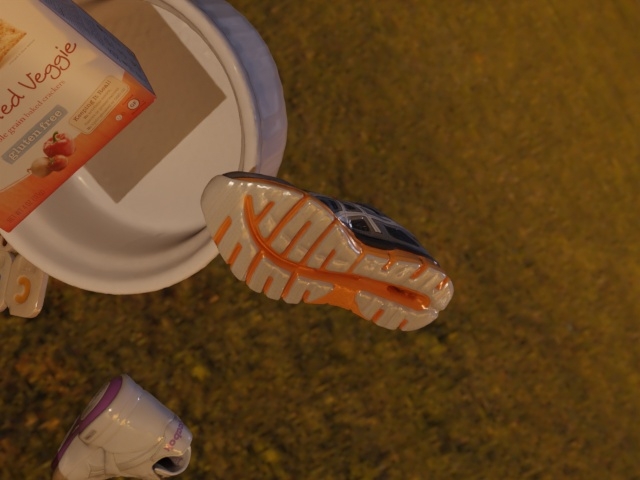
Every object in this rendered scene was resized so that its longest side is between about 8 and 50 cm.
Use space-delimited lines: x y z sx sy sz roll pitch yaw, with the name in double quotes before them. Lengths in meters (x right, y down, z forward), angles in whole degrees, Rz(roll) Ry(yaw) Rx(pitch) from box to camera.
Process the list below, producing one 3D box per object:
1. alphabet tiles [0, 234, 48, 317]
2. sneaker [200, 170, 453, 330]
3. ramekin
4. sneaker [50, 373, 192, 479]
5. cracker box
"alphabet tiles" -0.342 -0.056 1.459 0.021 0.284 0.278 18 81 -51
"sneaker" 0.000 0.000 0.966 0.215 0.084 0.083 27 26 -32
"ramekin" -0.163 -0.103 1.133 0.277 0.277 0.135 58 22 -3
"sneaker" -0.261 0.281 1.695 0.152 0.305 0.114 32 60 -8
"cracker box" -0.247 -0.123 0.884 0.232 0.156 0.067 39 15 -44
